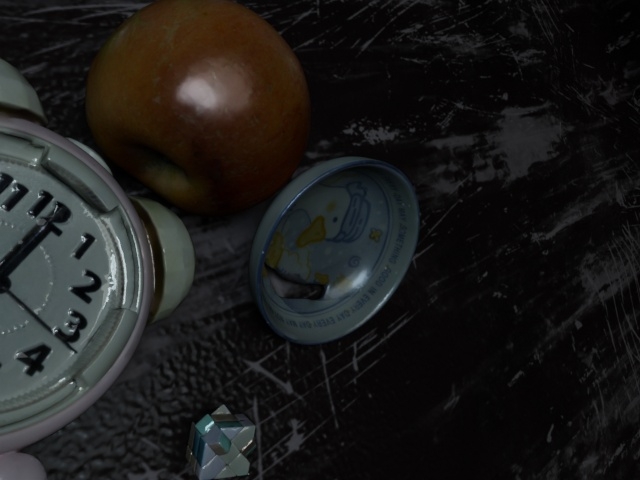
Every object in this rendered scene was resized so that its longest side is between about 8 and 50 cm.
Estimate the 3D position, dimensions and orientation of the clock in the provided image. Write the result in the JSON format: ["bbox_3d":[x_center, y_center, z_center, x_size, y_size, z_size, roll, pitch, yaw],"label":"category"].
[{"bbox_3d":[-0.300,0.030,0.432,0.342,0.184,0.326,51,53,-36],"label":"clock"}]

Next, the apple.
[{"bbox_3d":[-0.140,-0.149,0.575,0.253,0.253,0.254,10,73,-33],"label":"apple"}]

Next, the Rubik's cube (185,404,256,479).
[{"bbox_3d":[-0.116,0.237,0.584,0.084,0.075,0.073,8,90,-48],"label":"Rubik's cube"}]

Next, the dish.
[{"bbox_3d":[0.000,0.000,0.697,0.273,0.134,0.273,-18,123,-30],"label":"dish"}]
